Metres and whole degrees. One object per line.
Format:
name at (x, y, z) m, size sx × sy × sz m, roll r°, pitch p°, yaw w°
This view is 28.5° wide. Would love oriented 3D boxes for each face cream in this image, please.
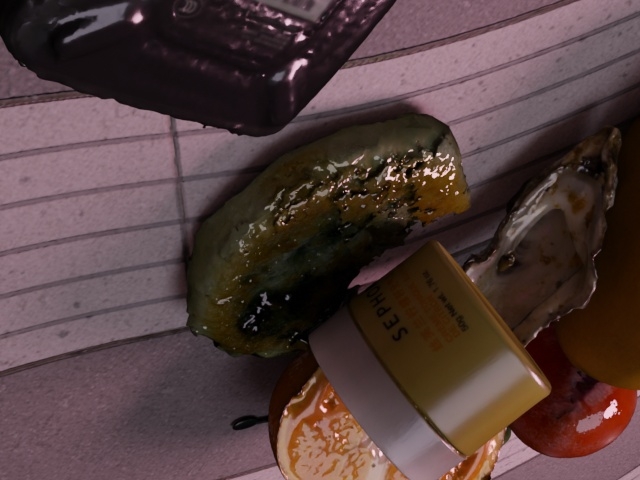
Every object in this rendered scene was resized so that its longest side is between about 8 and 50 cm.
face cream at (0.123, 0.135, 1.407) m, size 0.179 × 0.218 × 0.218 m, roll -38°, pitch 148°, yaw 6°

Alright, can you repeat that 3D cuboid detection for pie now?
pie at (0.000, 0.000, 1.390) m, size 0.296 × 0.078 × 0.371 m, roll 13°, pitch 127°, yaw -48°

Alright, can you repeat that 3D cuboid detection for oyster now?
oyster at (0.262, 0.013, 1.539) m, size 0.110 × 0.166 × 0.341 m, roll 16°, pitch 97°, yaw -79°

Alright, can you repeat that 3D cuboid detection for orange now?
orange at (0.090, 0.231, 1.618) m, size 0.310 × 0.274 × 0.274 m, roll 15°, pitch 138°, yaw 2°

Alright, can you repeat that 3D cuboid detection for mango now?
mango at (0.452, 0.001, 1.566) m, size 0.232 × 0.300 × 0.445 m, roll 12°, pitch 123°, yaw -41°

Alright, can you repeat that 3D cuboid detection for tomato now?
tomato at (0.367, 0.220, 1.881) m, size 0.208 × 0.208 × 0.184 m, roll -33°, pitch 157°, yaw -1°

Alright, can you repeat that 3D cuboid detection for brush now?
brush at (-0.084, 0.244, 1.700) m, size 0.083 × 0.008 × 0.024 m, roll -5°, pitch 137°, yaw -38°

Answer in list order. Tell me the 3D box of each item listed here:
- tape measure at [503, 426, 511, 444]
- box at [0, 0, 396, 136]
tape measure at (0.204, 0.293, 1.928) m, size 0.175 × 0.106 × 0.200 m, roll -29°, pitch 159°, yaw 14°
box at (-0.054, -0.246, 0.998) m, size 0.359 × 0.091 × 0.350 m, roll 10°, pitch 128°, yaw -50°
